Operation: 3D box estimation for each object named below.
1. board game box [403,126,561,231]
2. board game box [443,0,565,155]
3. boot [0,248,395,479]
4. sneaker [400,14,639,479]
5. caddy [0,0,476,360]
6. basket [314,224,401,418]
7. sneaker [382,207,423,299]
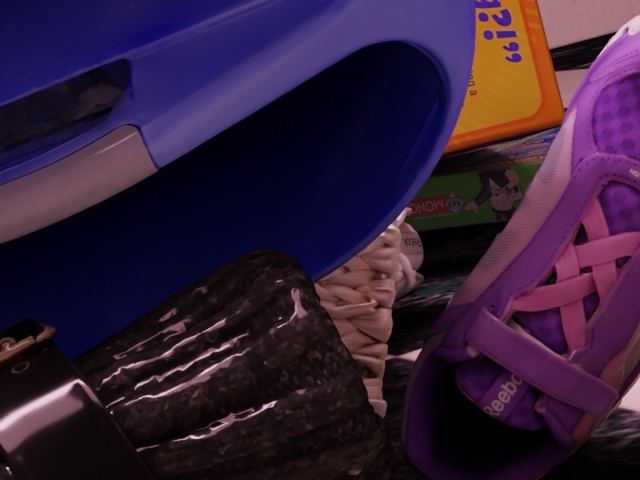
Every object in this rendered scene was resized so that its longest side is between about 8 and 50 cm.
[{"bbox_3d":[0.133,-0.053,1.559,0.317,0.046,0.213,-7,11,40],"label":"board game box"},{"bbox_3d":[-0.058,-0.207,1.390,0.356,0.357,0.356,-14,1,-3],"label":"board game box"},{"bbox_3d":[-0.099,0.096,0.568,0.260,0.131,0.348,-14,7,-6],"label":"boot"},{"bbox_3d":[0.097,0.020,0.691,0.104,0.095,0.236,-41,-15,-47],"label":"sneaker"},{"bbox_3d":[-0.115,-0.062,0.686,0.341,0.241,0.179,-22,41,3],"label":"caddy"},{"bbox_3d":[-0.053,0.026,0.886,0.167,0.103,0.113,11,1,-17],"label":"basket"},{"bbox_3d":[0.000,0.000,1.101,0.129,0.111,0.297,-6,-2,-3],"label":"sneaker"}]
